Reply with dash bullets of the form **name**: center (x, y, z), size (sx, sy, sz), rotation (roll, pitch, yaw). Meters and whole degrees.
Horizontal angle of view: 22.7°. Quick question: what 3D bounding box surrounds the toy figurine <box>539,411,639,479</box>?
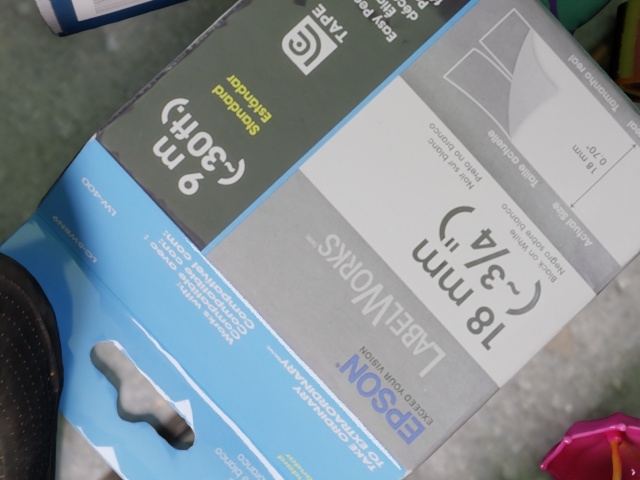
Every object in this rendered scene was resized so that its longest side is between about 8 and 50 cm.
- **toy figurine**: center (0.157, 0.171, 0.858), size (0.173, 0.130, 0.159), rotation (29, 71, 29)

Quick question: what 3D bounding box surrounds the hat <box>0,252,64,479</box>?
- **hat**: center (-0.261, 0.141, 0.750), size (0.134, 0.331, 0.331), rotation (18, 86, 22)

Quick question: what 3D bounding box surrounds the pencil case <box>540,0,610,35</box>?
- **pencil case**: center (0.162, -0.180, 0.899), size (0.151, 0.064, 0.070), rotation (-45, 96, -6)

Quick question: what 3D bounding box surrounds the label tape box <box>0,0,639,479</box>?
- **label tape box**: center (0.000, 0.000, 0.853), size (0.333, 0.106, 0.240), rotation (-43, 93, -7)

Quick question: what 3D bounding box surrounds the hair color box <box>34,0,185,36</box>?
- **hair color box**: center (-0.146, -0.292, 0.807), size (0.105, 0.174, 0.347), rotation (-18, 90, -6)

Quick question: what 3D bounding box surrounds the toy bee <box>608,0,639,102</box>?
- **toy bee**: center (0.319, -0.103, 0.871), size (0.298, 0.162, 0.195), rotation (-13, 88, -8)
